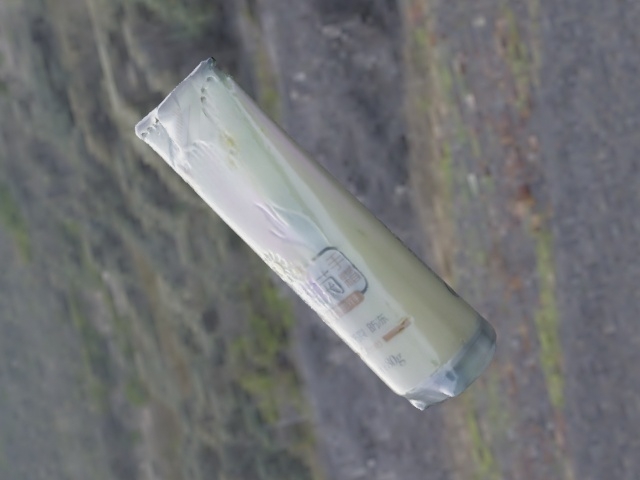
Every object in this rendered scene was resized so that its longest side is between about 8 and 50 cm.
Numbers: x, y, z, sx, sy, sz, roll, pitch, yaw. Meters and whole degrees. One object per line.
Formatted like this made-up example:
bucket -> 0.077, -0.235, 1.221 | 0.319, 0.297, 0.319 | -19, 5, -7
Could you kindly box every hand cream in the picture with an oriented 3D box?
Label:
hand cream -> 0.000, 0.000, 0.618 | 0.143, 0.039, 0.061 | 42, 148, -7
